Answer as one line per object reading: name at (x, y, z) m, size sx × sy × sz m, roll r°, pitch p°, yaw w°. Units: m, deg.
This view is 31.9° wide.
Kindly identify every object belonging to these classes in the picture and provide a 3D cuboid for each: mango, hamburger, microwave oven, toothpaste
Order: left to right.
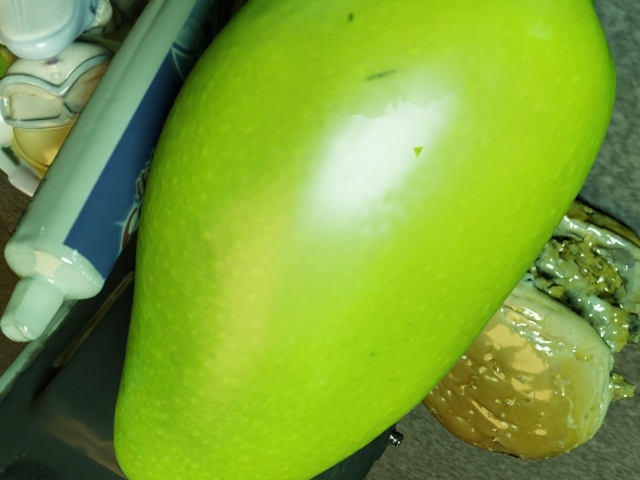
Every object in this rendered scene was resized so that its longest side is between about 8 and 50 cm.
toothpaste at (-0.091, -0.066, 0.564) m, size 0.047 × 0.268 × 0.069 m, roll 2°, pitch 146°, yaw 32°
microwave oven at (-0.089, 0.163, 0.830) m, size 0.218 × 0.355 × 0.286 m, roll 25°, pitch 151°, yaw 20°
mango at (0.000, 0.000, 0.540) m, size 0.192 × 0.343 × 0.156 m, roll 21°, pitch -157°, yaw -29°
hamburger at (0.102, 0.042, 0.663) m, size 0.185 × 0.131 × 0.159 m, roll 28°, pitch 151°, yaw 19°

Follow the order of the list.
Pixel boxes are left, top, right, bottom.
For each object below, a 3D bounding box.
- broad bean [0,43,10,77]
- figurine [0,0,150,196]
broad bean at (-0.275, -0.151, 0.875) m, size 0.325 × 0.067 × 0.075 m, roll 22°, pitch 180°, yaw 21°
figurine at (-0.145, -0.111, 0.657) m, size 0.208 × 0.128 × 0.184 m, roll -99°, pitch -3°, yaw -87°
